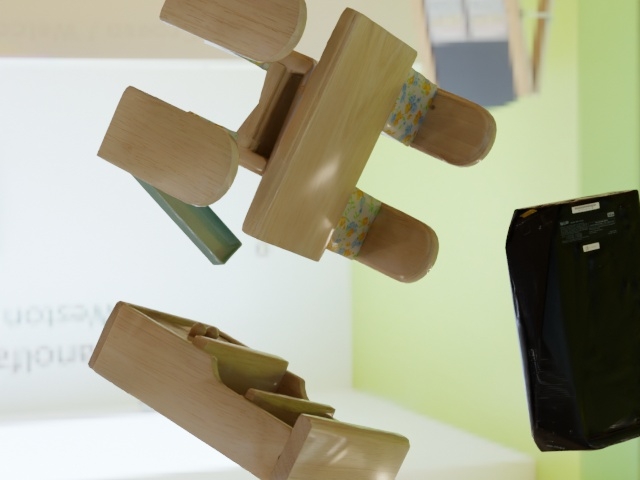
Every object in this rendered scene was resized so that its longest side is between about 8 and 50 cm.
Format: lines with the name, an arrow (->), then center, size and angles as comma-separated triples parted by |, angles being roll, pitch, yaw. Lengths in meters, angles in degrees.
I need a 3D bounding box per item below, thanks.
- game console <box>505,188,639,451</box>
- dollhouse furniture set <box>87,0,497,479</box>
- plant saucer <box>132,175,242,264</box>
game console -> 0.323, 0.054, 1.273 | 0.361, 0.213, 0.044 | -9, -177, -30
dollhouse furniture set -> 0.000, 0.000, 1.284 | 0.256, 0.394, 0.362 | 27, -177, 34
plant saucer -> -0.168, -0.051, 1.629 | 0.018, 0.192, 0.067 | -40, -175, 27
